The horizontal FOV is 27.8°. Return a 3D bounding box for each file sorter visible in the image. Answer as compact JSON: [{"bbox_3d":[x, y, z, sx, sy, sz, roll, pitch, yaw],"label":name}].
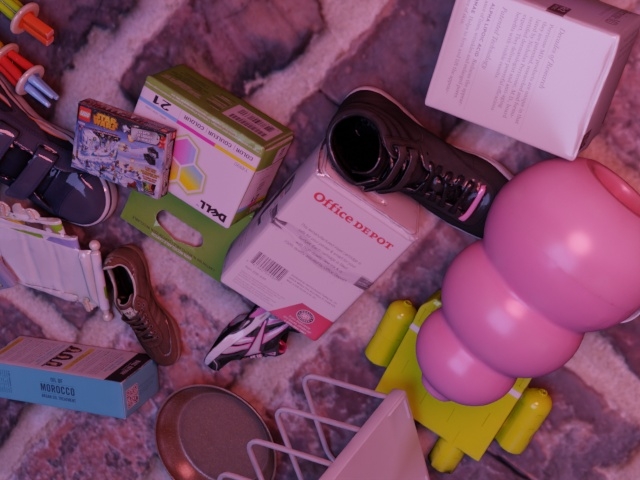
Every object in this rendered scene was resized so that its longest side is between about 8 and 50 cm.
[{"bbox_3d":[-0.012,0.333,1.660,0.173,0.277,0.192,11,132,36],"label":"file sorter"}]

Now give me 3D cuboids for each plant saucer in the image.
[{"bbox_3d":[-0.147,0.294,1.878,0.199,0.036,0.198,8,110,22],"label":"plant saucer"}]

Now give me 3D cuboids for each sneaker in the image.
[{"bbox_3d":[-0.262,0.102,1.843,0.066,0.071,0.188,-19,99,28],"label":"sneaker"},{"bbox_3d":[-0.087,0.137,1.780,0.077,0.072,0.178,45,126,-8],"label":"sneaker"},{"bbox_3d":[-0.434,-0.127,1.813,0.321,0.127,0.126,42,118,5],"label":"sneaker"},{"bbox_3d":[0.125,-0.072,1.563,0.296,0.147,0.104,37,117,8],"label":"sneaker"}]

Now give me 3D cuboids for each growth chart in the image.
[{"bbox_3d":[-0.409,0.018,1.883,0.237,0.021,0.172,20,133,18],"label":"growth chart"}]

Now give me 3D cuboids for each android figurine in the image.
[{"bbox_3d":[0.179,0.171,1.674,0.248,0.056,0.272,31,120,13],"label":"android figurine"}]

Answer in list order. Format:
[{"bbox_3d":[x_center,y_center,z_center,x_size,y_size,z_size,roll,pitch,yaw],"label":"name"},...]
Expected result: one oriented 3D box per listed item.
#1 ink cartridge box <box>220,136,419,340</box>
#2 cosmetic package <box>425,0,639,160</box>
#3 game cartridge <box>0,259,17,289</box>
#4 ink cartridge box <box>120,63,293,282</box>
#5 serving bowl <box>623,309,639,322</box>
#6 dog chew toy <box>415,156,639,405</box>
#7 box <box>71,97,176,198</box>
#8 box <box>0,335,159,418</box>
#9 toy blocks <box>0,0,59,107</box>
[{"bbox_3d":[0.000,0.000,1.650,0.159,0.092,0.218,34,122,-16],"label":"ink cartridge box"},{"bbox_3d":[0.242,-0.203,1.461,0.184,0.151,0.151,23,115,15],"label":"cosmetic package"},{"bbox_3d":[-0.496,0.050,1.944,0.083,0.017,0.056,-11,119,45],"label":"game cartridge"},{"bbox_3d":[-0.176,-0.075,1.728,0.189,0.097,0.255,32,117,11],"label":"ink cartridge box"},{"bbox_3d":[0.358,0.057,1.569,0.083,0.027,0.083,8,110,22],"label":"serving bowl"},{"bbox_3d":[0.236,0.063,1.493,0.206,0.206,0.332,42,112,6],"label":"dog chew toy"},{"bbox_3d":[-0.256,-0.120,1.679,0.137,0.027,0.093,21,117,18],"label":"box"},{"bbox_3d":[-0.369,0.199,1.910,0.244,0.100,0.060,6,111,23],"label":"box"},{"bbox_3d":[-0.408,-0.267,1.791,0.148,0.054,0.123,41,120,7],"label":"toy blocks"}]
